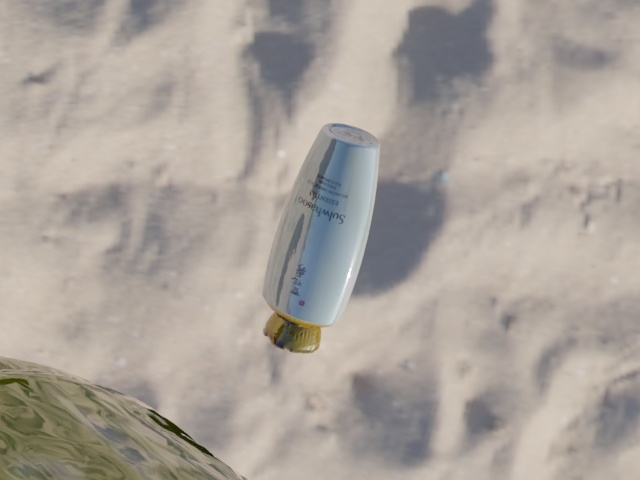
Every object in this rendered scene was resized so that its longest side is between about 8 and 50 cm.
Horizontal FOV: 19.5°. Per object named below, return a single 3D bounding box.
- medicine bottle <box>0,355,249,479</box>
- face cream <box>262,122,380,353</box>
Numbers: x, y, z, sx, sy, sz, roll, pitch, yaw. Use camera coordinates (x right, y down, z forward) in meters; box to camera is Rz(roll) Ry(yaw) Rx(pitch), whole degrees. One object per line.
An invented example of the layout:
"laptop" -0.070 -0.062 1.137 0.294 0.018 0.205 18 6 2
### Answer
"medicine bottle" -0.077 0.137 0.342 0.224 0.384 0.224 -33 140 -33
"face cream" 0.000 0.000 1.433 0.051 0.072 0.182 -34 144 -61
